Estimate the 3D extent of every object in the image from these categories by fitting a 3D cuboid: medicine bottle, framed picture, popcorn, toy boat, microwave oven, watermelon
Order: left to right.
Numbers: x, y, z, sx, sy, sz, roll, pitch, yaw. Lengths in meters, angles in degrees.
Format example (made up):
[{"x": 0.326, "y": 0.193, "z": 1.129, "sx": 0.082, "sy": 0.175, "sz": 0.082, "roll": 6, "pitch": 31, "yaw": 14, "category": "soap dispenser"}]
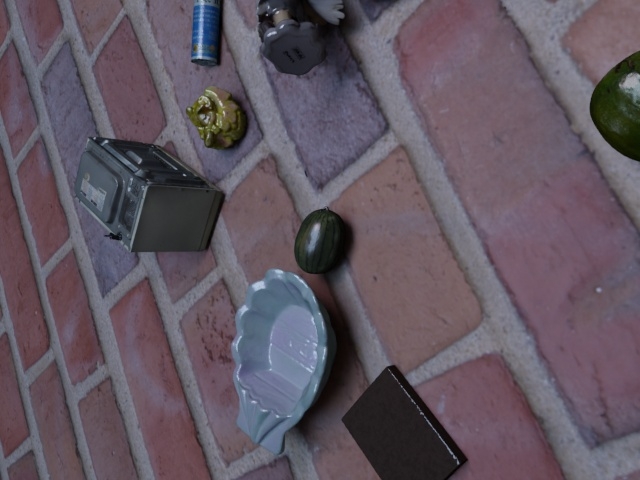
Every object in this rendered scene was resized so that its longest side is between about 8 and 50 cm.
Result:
[{"x": -0.335, "y": -0.092, "z": 1.279, "sx": 0.240, "sy": 0.194, "sz": 0.145, "roll": 35, "pitch": 111, "yaw": 39, "category": "microwave oven"}, {"x": -0.213, "y": -0.426, "z": 1.268, "sx": 0.051, "sy": 0.051, "sz": 0.191, "roll": 6, "pitch": 93, "yaw": 42, "category": "medicine bottle"}, {"x": -0.186, "y": -0.219, "z": 1.220, "sx": 0.097, "sy": 0.089, "sz": 0.109, "roll": 17, "pitch": 97, "yaw": 30, "category": "popcorn"}, {"x": -0.052, "y": 0.187, "z": 1.078, "sx": 0.199, "sy": 0.100, "sz": 0.290, "roll": 27, "pitch": 106, "yaw": 40, "category": "toy boat"}, {"x": 0.000, "y": 0.000, "z": 1.052, "sx": 0.078, "sy": 0.078, "sz": 0.110, "roll": 32, "pitch": 109, "yaw": 38, "category": "watermelon"}, {"x": 0.115, "y": 0.286, "z": 0.977, "sx": 0.168, "sy": 0.023, "sz": 0.128, "roll": 51, "pitch": 120, "yaw": 30, "category": "framed picture"}]

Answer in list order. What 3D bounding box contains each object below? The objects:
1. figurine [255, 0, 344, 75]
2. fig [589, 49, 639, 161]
[{"x": -0.061, "y": -0.444, "z": 1.046, "sx": 0.166, "sy": 0.207, "sz": 0.386, "roll": -18, "pitch": 67, "yaw": 21, "category": "figurine"}, {"x": 0.364, "y": -0.122, "z": 0.705, "sx": 0.123, "sy": 0.123, "sz": 0.156, "roll": -37, "pitch": 77, "yaw": 35, "category": "fig"}]
